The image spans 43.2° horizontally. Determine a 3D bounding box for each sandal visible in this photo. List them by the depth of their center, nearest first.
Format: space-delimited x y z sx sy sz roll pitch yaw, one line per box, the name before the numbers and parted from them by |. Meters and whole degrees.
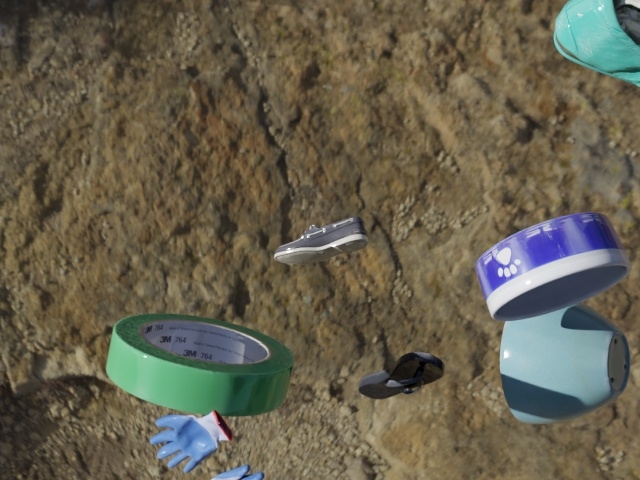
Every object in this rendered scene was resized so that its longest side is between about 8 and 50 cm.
sandal | 0.177 0.306 1.738 0.097 0.254 0.054 27 52 -19

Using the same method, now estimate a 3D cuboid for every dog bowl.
dog bowl | 0.427 0.053 1.496 0.265 0.265 0.104 -12 69 -12

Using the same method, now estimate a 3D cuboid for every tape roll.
tape roll | -0.208 0.211 1.422 0.322 0.321 0.077 13 97 -2

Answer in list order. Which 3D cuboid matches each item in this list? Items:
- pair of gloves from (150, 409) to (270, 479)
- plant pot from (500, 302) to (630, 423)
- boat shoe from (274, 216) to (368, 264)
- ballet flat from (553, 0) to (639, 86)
pair of gloves | -0.152 0.324 1.148 0.198 0.159 0.023 56 39 -9
plant pot | 0.536 0.253 1.713 0.196 0.290 0.290 -1 57 40
boat shoe | 0.000 0.000 1.687 0.206 0.075 0.064 -14 64 18
ballet flat | 0.327 -0.157 0.704 0.248 0.087 0.083 21 64 -10
